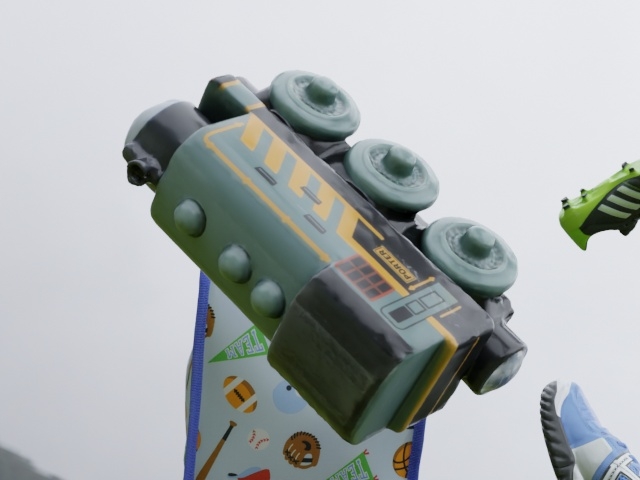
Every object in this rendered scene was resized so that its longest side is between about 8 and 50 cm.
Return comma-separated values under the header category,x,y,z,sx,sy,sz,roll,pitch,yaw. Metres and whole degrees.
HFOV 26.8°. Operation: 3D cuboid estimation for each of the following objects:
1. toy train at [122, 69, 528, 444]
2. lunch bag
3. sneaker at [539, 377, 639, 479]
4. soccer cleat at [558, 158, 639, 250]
category,x,y,z,sx,sy,sz,roll,pitch,yaw
toy train,0.000,0.000,0.996,0.334,0.190,0.142,45,-51,21
lunch bag,-0.017,0.170,1.815,0.328,0.385,0.239,3,13,-5
sneaker,0.218,0.188,0.954,0.081,0.211,0.080,-26,-32,6
soccer cleat,0.371,-0.052,1.602,0.179,0.060,0.072,-30,-75,19
